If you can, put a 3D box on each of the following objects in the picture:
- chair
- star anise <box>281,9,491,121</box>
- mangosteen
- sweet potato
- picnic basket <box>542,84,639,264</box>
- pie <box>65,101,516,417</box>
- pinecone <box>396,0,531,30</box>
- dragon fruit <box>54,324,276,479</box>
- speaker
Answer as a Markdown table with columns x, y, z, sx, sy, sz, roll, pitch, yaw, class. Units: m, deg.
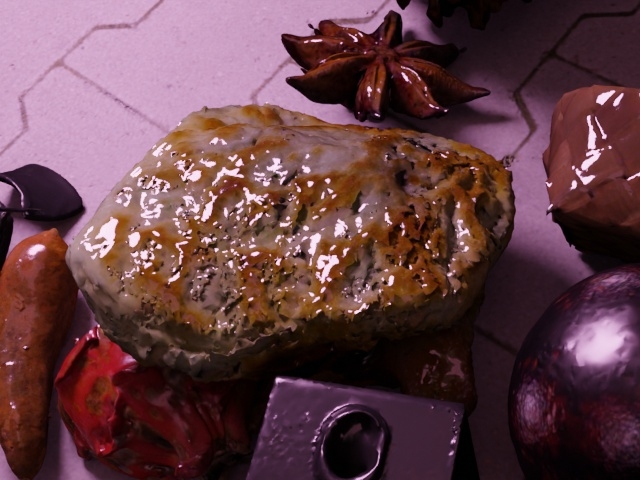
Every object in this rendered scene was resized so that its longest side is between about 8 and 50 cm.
| x | y | z | sx | sy | sz | roll | pitch | yaw | class |
| --- | --- | --- | --- | --- | --- | --- | --- | --- | --- |
| -0.423 | -0.017 | 1.226 | 0.140 | 0.221 | 0.145 | 34 | 114 | 27 | chair |
| 0.068 | -0.192 | 1.225 | 0.272 | 0.102 | 0.272 | 7 | 39 | -6 | star anise |
| 0.306 | 0.171 | 0.864 | 0.297 | 0.313 | 0.297 | 1 | 25 | 0 | mangosteen |
| -0.330 | 0.125 | 1.128 | 0.097 | 0.097 | 0.292 | -4 | 66 | 10 | sweet potato |
| 0.402 | -0.115 | 0.978 | 0.337 | 0.293 | 0.337 | -3 | 80 | 19 | picnic basket |
| -0.019 | -0.013 | 1.024 | 0.418 | 0.180 | 0.395 | 14 | 42 | 6 | pie |
| 0.192 | -0.449 | 1.195 | 0.397 | 0.398 | 0.398 | -5 | 59 | 9 | pinecone |
| -0.142 | 0.161 | 1.035 | 0.262 | 0.134 | 0.211 | -34 | 59 | -9 | dragon fruit |
| 0.035 | 0.283 | 0.867 | 0.184 | 0.232 | 0.254 | 7 | 61 | 18 | speaker |
